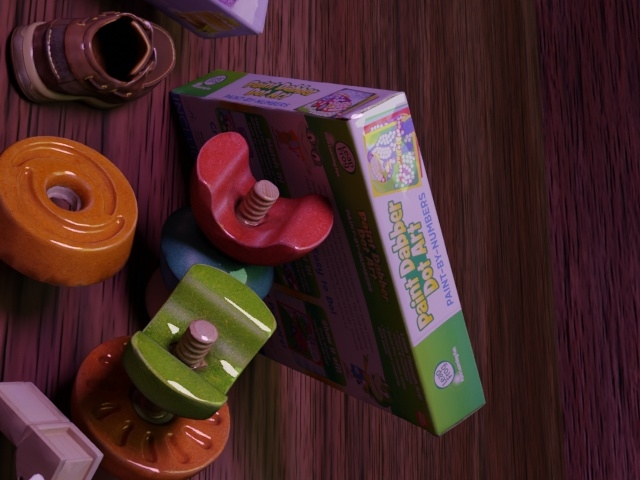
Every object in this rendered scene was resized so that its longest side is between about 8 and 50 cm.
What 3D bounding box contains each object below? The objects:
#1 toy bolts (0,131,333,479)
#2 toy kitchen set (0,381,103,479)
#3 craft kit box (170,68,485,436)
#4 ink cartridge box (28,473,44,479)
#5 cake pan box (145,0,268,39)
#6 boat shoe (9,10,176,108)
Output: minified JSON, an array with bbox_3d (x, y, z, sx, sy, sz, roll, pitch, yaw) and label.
[{"bbox_3d":[-0.121,0.033,0.803,0.218,0.158,0.228,39,39,1],"label":"toy bolts"},{"bbox_3d":[-0.164,0.137,0.713,0.068,0.075,0.083,8,115,-56],"label":"toy kitchen set"},{"bbox_3d":[0.000,0.000,0.928,0.061,0.247,0.249,-28,115,-25],"label":"craft kit box"},{"bbox_3d":[-0.195,0.199,0.573,0.198,0.067,0.115,-33,113,-65],"label":"ink cartridge box"},{"bbox_3d":[-0.111,-0.310,0.868,0.246,0.070,0.266,30,65,-56],"label":"cake pan box"},{"bbox_3d":[-0.139,-0.125,0.838,0.178,0.060,0.064,-25,106,-68],"label":"boat shoe"}]
